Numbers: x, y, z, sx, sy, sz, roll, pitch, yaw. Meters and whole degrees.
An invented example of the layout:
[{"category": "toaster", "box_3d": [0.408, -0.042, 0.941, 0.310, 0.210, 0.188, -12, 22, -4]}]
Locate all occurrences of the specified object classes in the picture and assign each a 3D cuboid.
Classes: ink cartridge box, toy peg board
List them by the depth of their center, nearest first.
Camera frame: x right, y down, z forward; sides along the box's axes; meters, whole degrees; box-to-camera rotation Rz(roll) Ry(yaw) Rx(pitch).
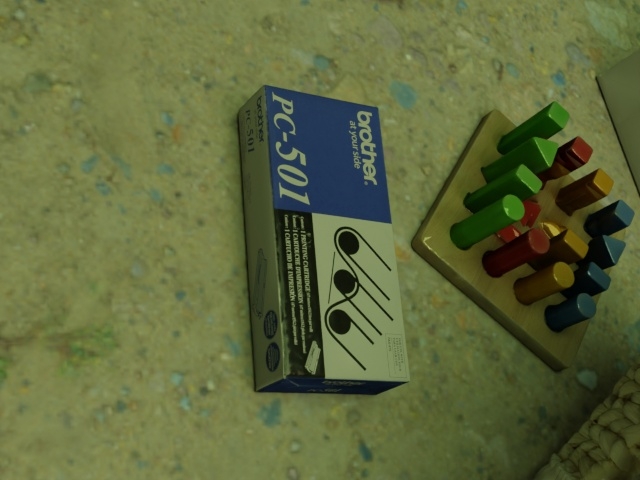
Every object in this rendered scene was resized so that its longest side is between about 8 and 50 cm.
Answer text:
[{"category": "ink cartridge box", "box_3d": [0.000, 0.000, 0.697, 0.097, 0.046, 0.207, 6, 67, -30]}, {"category": "toy peg board", "box_3d": [0.181, -0.014, 0.792, 0.161, 0.079, 0.161, 40, 56, -11]}]

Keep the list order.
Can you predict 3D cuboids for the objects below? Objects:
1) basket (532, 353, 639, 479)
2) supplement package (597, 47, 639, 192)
[{"category": "basket", "box_3d": [0.339, 0.174, 0.574, 0.331, 0.328, 0.266, 34, 92, 2]}, {"category": "supplement package", "box_3d": [0.406, -0.130, 0.904, 0.203, 0.194, 0.149, -8, 75, -33]}]
